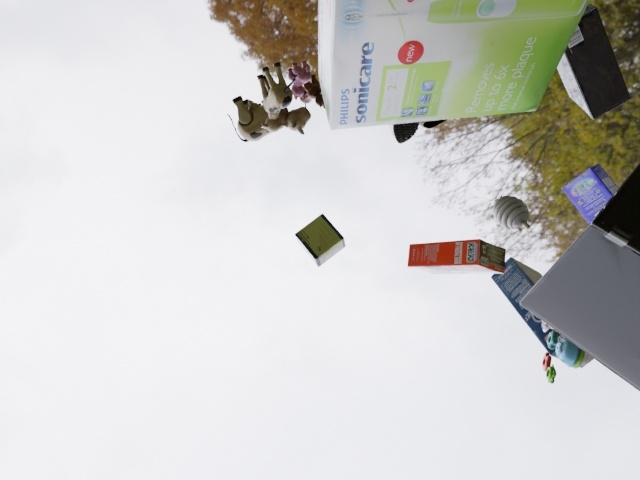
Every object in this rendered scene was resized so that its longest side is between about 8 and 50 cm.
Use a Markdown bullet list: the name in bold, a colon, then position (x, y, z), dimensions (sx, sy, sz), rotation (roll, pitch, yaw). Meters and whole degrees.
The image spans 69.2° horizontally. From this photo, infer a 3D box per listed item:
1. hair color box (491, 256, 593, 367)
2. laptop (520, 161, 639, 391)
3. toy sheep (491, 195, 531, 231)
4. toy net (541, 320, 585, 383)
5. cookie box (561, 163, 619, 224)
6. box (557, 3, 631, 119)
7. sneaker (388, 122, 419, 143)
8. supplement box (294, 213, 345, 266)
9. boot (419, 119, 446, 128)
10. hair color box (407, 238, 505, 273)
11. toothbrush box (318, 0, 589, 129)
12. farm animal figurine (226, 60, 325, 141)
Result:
- **hair color box**: position (0.706, 0.219, 1.466), dimensions (0.173, 0.105, 0.347), rotation (23, -153, -28)
- **laptop**: position (0.629, 0.059, 0.762), dimensions (0.382, 0.236, 0.408), rotation (38, -87, 20)
- **toy sheep**: position (0.498, -0.070, 1.206), dimensions (0.091, 0.091, 0.132), rotation (-15, -143, -20)
- **toy net**: position (0.555, 0.228, 1.086), dimensions (0.045, 0.122, 0.232), rotation (13, -152, 12)
- **cookie box**: position (0.623, -0.104, 1.056), dimensions (0.040, 0.092, 0.107), rotation (-22, -106, -25)
- **box**: position (0.672, -0.472, 1.196), dimensions (0.261, 0.103, 0.184), rotation (49, -156, -25)
- **sneaker**: position (0.137, -0.259, 0.867), dimensions (0.057, 0.161, 0.075), rotation (-28, -134, 2)
- **supplement box**: position (0.000, 0.000, 1.078), dimensions (0.083, 0.056, 0.083), rotation (-37, -113, -8)
- **boot**: position (0.385, -0.420, 1.340), dimensions (0.305, 0.112, 0.115), rotation (-33, -118, -11)
- **hair color box**: position (0.269, 0.036, 0.928), dimensions (0.093, 0.167, 0.054), rotation (16, -105, -37)
- **toothbrush box**: position (0.143, -0.259, 0.555), dimensions (0.283, 0.206, 0.122), rotation (-5, -124, -5)
- **farm animal figurine**: position (-0.127, -0.386, 1.394), dimensions (0.330, 0.326, 0.172), rotation (-28, -81, -62)
